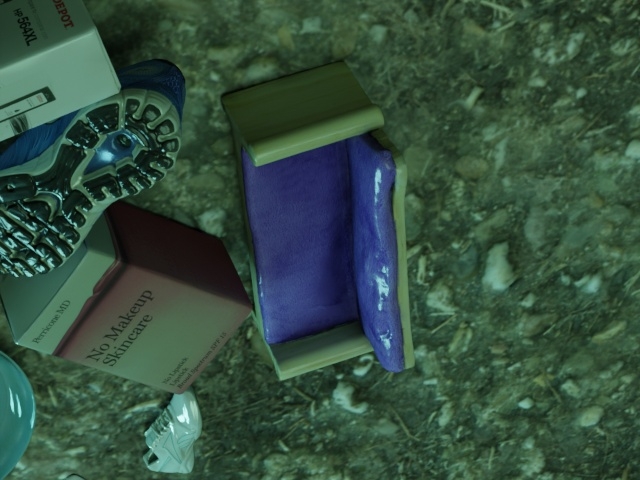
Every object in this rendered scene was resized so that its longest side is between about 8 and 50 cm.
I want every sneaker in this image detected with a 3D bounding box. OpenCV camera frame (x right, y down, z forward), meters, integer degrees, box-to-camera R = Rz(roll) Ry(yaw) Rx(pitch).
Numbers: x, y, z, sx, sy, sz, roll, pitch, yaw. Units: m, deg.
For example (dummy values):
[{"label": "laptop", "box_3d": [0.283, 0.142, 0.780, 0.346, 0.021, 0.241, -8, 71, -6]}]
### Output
[{"label": "sneaker", "box_3d": [-0.182, 0.235, 2.240, 0.061, 0.053, 0.152, -4, 131, -20]}, {"label": "sneaker", "box_3d": [-0.251, -0.078, 1.863, 0.330, 0.147, 0.130, -29, 113, 30]}]

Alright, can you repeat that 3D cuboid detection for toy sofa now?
[{"label": "toy sofa", "box_3d": [0.000, 0.000, 2.028, 0.150, 0.177, 0.362, -17, 136, -12]}]

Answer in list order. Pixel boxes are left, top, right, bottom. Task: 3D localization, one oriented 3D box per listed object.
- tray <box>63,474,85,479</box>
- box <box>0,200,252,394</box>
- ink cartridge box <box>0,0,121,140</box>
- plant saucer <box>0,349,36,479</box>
[{"label": "tray", "box_3d": [-0.367, 0.413, 2.328, 0.270, 0.030, 0.145, -38, 136, 11]}, {"label": "box", "box_3d": [-0.218, 0.055, 2.006, 0.232, 0.127, 0.148, 21, 118, -38]}, {"label": "ink cartridge box", "box_3d": [-0.311, -0.173, 1.739, 0.203, 0.148, 0.086, -24, 134, -6]}, {"label": "plant saucer", "box_3d": [-0.484, 0.209, 2.077, 0.317, 0.043, 0.317, -14, 135, -14]}]
